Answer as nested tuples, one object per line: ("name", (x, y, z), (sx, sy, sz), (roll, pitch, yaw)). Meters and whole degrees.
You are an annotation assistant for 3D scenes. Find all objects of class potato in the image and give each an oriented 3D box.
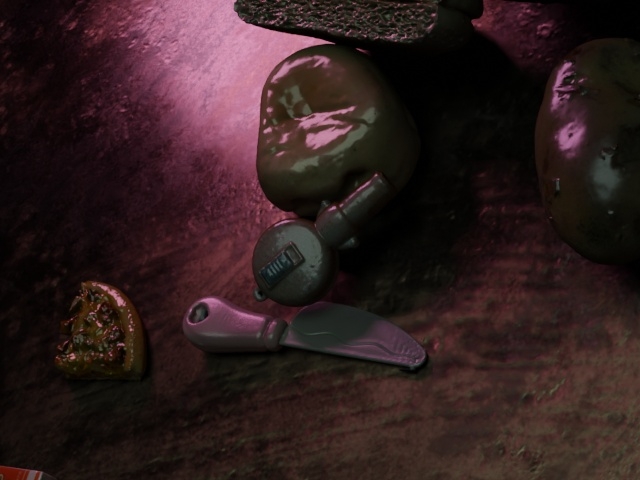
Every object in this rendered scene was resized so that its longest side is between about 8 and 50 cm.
("potato", (0.308, -0.095, 1.622), (0.165, 0.165, 0.262), (-5, 58, 31))

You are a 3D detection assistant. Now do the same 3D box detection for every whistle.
("whistle", (0.000, 0.000, 1.789), (0.220, 0.057, 0.107), (-40, 70, 13))

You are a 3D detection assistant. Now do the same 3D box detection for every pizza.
("pizza", (-0.289, 0.130, 1.954), (0.134, 0.046, 0.175), (-48, 49, 1))

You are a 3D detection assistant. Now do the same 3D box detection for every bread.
("bread", (0.061, -0.284, 1.874), (0.337, 0.183, 0.102), (12, 89, 36))

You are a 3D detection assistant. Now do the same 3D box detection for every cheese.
("cheese", (0.010, -0.131, 1.861), (0.235, 0.117, 0.218), (34, 87, 38))

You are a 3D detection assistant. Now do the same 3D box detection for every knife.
("knife", (-0.016, 0.109, 1.805), (0.336, 0.043, 0.081), (5, 58, 28))

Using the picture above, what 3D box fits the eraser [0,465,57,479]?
("eraser", (-0.453, 0.363, 1.934), (0.230, 0.038, 0.157), (1, 65, 34))

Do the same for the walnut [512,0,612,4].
("walnut", (0.276, -0.385, 1.760), (0.283, 0.227, 0.283), (-22, 39, 19))
